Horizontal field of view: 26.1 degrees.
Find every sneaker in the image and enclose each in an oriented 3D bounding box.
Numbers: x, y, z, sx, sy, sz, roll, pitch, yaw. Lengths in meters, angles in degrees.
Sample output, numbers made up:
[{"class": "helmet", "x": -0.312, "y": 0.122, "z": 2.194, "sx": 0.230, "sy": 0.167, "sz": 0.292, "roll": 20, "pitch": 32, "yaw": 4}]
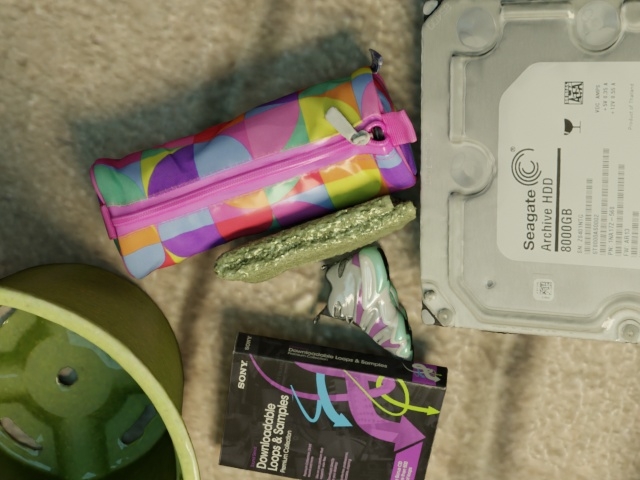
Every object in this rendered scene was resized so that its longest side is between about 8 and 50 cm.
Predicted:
[{"class": "sneaker", "x": 0.029, "y": 0.058, "z": 1.044, "sx": 0.069, "sy": 0.038, "sz": 0.098, "roll": -18, "pitch": 95, "yaw": 11}]

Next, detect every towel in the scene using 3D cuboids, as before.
[{"class": "towel", "x": 0.000, "y": 0.000, "z": 0.993, "sx": 0.148, "sy": 0.110, "sz": 0.027, "roll": -19, "pitch": 86, "yaw": 6}]

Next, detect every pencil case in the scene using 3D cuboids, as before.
[{"class": "pencil case", "x": -0.045, "y": -0.050, "z": 0.989, "sx": 0.236, "sy": 0.104, "sz": 0.104, "roll": -20, "pitch": 101, "yaw": 9}]

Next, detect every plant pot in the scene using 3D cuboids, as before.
[{"class": "plant pot", "x": -0.201, "y": 0.130, "z": 0.960, "sx": 0.276, "sy": 0.254, "sz": 0.276, "roll": 1, "pitch": 104, "yaw": 4}]

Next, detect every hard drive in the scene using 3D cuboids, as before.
[{"class": "hard drive", "x": 0.228, "y": -0.048, "z": 0.911, "sx": 0.339, "sy": 0.064, "sz": 0.237, "roll": 4, "pitch": 97, "yaw": 30}]

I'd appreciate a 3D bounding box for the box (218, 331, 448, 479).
[{"class": "box", "x": 0.007, "y": 0.135, "z": 1.048, "sx": 0.162, "sy": 0.029, "sz": 0.116, "roll": 10, "pitch": 122, "yaw": 2}]
